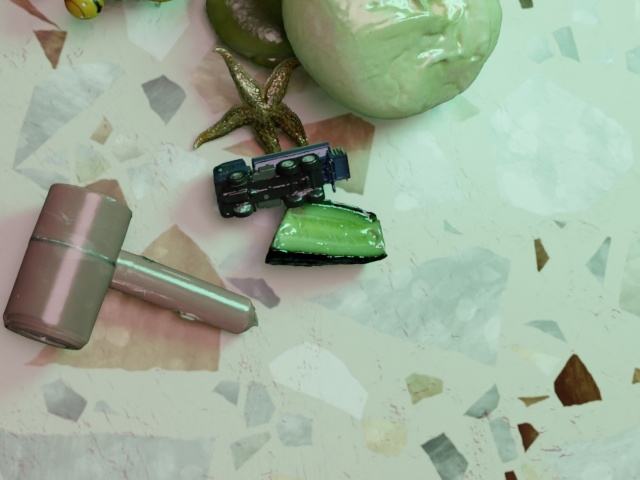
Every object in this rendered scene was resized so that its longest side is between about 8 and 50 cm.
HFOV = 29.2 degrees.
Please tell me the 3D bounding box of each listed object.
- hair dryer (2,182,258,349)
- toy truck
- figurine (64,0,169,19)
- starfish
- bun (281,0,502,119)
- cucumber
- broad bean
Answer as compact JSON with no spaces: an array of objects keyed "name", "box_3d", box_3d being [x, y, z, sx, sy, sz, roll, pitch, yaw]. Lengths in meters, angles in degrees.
[{"name":"hair dryer","box_3d":[-0.249,0.078,1.735,0.352,0.125,0.210,22,75,-18]},{"name":"toy truck","box_3d":[-0.058,-0.097,1.810,0.202,0.088,0.074,-13,122,-5]},{"name":"figurine","box_3d":[-0.281,-0.467,1.779,0.323,0.196,0.320,15,69,-2]},{"name":"starfish","box_3d":[-0.095,-0.194,1.838,0.217,0.050,0.223,-34,102,8]},{"name":"bun","box_3d":[0.116,-0.360,1.831,0.361,0.213,0.361,16,61,-31]},{"name":"cucumber","box_3d":[0.000,0.000,1.832,0.193,0.085,0.115,1,47,-19]},{"name":"broad bean","box_3d":[-0.093,-0.333,1.874,0.174,0.082,0.124,32,70,3]}]
